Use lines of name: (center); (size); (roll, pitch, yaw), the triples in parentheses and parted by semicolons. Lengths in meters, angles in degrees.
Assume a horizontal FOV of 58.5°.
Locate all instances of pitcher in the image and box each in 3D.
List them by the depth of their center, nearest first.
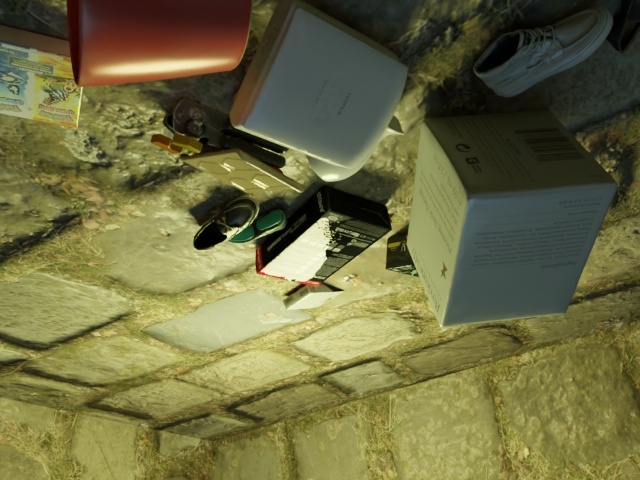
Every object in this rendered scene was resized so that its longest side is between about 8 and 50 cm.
pitcher: (0.056, -0.241, 1.276); (0.207, 0.125, 0.178); (-35, 120, 20)

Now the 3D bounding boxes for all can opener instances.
can opener: (-0.207, -0.232, 1.276); (0.283, 0.076, 0.095); (17, 172, -36)

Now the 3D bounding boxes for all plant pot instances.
plant pot: (-0.247, -0.367, 0.865); (0.243, 0.275, 0.275); (-3, 149, -26)

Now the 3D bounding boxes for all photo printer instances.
photo printer: (0.012, -0.285, 1.105); (0.307, 0.107, 0.256); (17, 112, -34)

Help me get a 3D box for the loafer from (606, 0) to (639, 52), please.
loafer: (0.621, -0.448, 1.116); (0.062, 0.061, 0.170); (-6, 148, -3)

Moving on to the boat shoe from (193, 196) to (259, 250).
boat shoe: (-0.255, -0.039, 1.532); (0.228, 0.068, 0.081); (-32, 107, 33)

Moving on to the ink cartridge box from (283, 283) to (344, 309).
ink cartridge box: (-0.023, 0.198, 2.046); (0.145, 0.045, 0.179); (-35, 158, 36)

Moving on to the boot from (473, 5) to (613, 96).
boot: (0.436, -0.385, 1.137); (0.123, 0.095, 0.258); (13, 144, -43)

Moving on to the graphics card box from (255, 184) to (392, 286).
graphics card box: (0.000, 0.000, 1.661); (0.233, 0.094, 0.371); (15, 143, -33)

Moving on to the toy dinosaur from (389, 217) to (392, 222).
toy dinosaur: (0.184, -0.042, 1.712); (0.082, 0.047, 0.090); (-35, 174, 22)

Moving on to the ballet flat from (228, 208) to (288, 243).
ballet flat: (-0.174, -0.032, 1.598); (0.188, 0.070, 0.070); (-16, 148, 18)

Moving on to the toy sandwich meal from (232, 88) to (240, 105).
toy sandwich meal: (-0.145, -0.296, 1.206); (0.085, 0.029, 0.085); (-3, 146, -2)

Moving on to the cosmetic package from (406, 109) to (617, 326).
cosmetic package: (0.418, -0.053, 1.362); (0.327, 0.329, 0.393); (-6, 130, -7)

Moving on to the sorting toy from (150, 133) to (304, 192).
sorting toy: (-0.208, -0.177, 1.281); (0.229, 0.041, 0.307); (5, 166, 42)

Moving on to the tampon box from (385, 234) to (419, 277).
tampon box: (0.302, 0.050, 1.778); (0.161, 0.101, 0.120); (14, 164, -33)

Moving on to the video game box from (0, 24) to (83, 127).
video game box: (-0.554, -0.306, 1.070); (0.205, 0.048, 0.187); (7, 148, -24)
